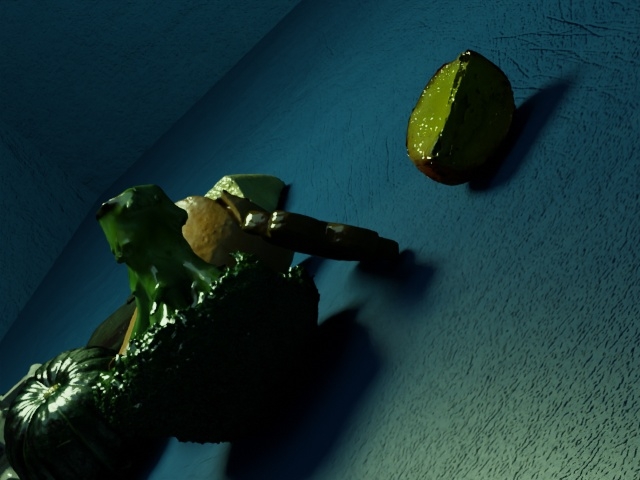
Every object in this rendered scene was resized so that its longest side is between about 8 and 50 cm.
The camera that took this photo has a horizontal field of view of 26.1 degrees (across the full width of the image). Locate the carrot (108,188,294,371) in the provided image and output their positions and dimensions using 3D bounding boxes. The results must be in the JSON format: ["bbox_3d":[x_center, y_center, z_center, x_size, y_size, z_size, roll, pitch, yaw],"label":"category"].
[{"bbox_3d":[-0.153,0.089,1.816,0.196,0.196,0.254,-35,30,47],"label":"carrot"}]

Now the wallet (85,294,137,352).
[{"bbox_3d":[-0.331,0.130,2.498,0.318,0.045,0.172,-42,18,28],"label":"wallet"}]

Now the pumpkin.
[{"bbox_3d":[-0.329,0.250,1.895,0.220,0.162,0.220,-22,36,17],"label":"pumpkin"}]

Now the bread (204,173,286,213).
[{"bbox_3d":[-0.138,0.002,2.261,0.240,0.135,0.178,-44,-18,28],"label":"bread"}]

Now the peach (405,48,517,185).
[{"bbox_3d":[0.159,-0.125,1.526,0.127,0.092,0.172,-46,25,37],"label":"peach"}]

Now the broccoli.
[{"bbox_3d":[-0.137,0.084,1.550,0.297,0.297,0.297,-25,-11,-5],"label":"broccoli"}]

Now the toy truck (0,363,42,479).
[{"bbox_3d":[-0.429,0.308,2.076,0.213,0.177,0.161,-44,16,23],"label":"toy truck"}]

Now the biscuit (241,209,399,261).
[{"bbox_3d":[0.000,0.000,1.570,0.236,0.179,0.039,104,177,-88],"label":"biscuit"}]
